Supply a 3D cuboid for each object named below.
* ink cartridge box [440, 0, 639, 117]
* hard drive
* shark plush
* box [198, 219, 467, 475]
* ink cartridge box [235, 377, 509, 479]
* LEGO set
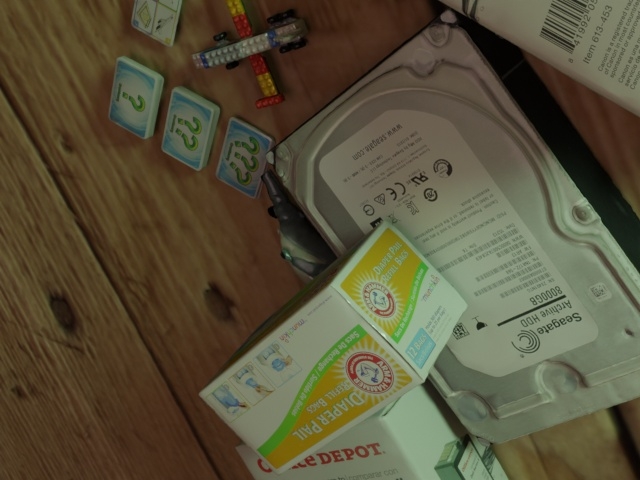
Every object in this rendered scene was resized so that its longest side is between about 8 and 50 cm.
[{"bbox_3d":[0.159,-0.203,0.534,0.237,0.100,0.172,41,129,33],"label":"ink cartridge box"},{"bbox_3d":[0.132,0.001,0.755,0.237,0.064,0.339,-32,98,42],"label":"hard drive"},{"bbox_3d":[0.000,0.000,0.868,0.067,0.073,0.161,-38,78,18],"label":"shark plush"},{"bbox_3d":[0.008,0.094,0.766,0.103,0.114,0.203,46,128,-3],"label":"box"},{"bbox_3d":[0.078,0.275,0.916,0.211,0.121,0.289,-22,103,40],"label":"ink cartridge box"},{"bbox_3d":[-0.113,-0.162,0.825,0.182,0.060,0.244,30,129,11],"label":"LEGO set"}]
